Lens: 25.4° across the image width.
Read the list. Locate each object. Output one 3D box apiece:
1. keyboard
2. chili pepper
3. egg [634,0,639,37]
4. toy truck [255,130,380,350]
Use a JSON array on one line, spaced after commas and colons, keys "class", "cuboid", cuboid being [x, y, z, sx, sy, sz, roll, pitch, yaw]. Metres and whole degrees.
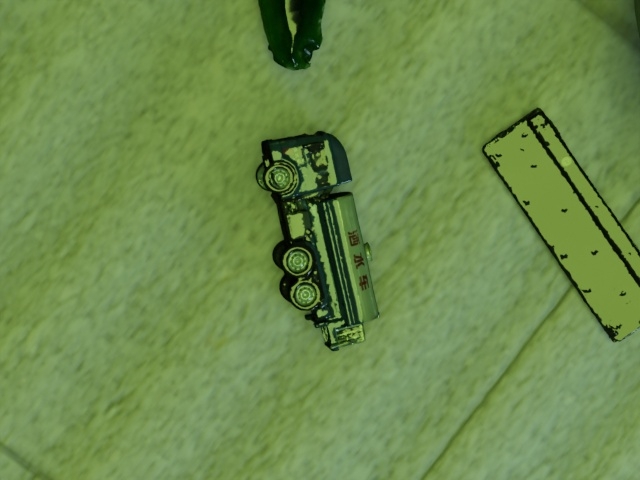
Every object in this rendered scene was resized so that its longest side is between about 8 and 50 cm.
[{"class": "keyboard", "cuboid": [0.243, -0.014, 1.343, 0.072, 0.023, 0.231, -35, 95, 7]}, {"class": "chili pepper", "cuboid": [-0.017, -0.263, 1.287, 0.108, 0.062, 0.216, 1, 97, -3]}, {"class": "egg", "cuboid": [0.420, -0.181, 1.171, 0.278, 0.336, 0.278, -16, 137, -16]}, {"class": "toy truck", "cuboid": [0.000, 0.000, 1.304, 0.088, 0.074, 0.202, -13, 96, -7]}]
